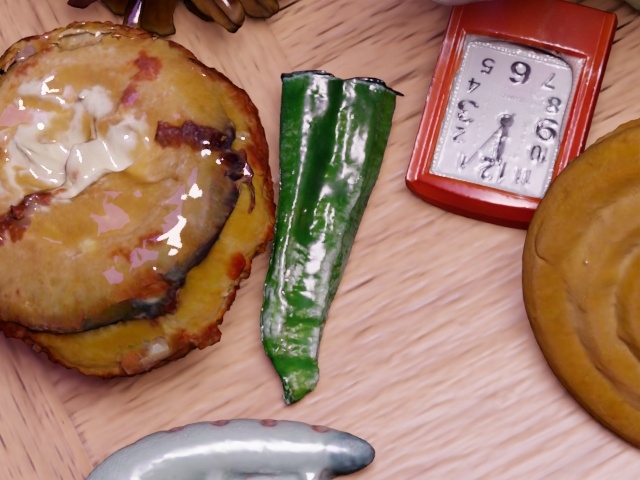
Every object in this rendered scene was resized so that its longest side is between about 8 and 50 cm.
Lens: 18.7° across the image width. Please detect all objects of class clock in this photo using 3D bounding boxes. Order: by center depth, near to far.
[{"bbox_3d":[0.130,-0.089,1.327,0.113,0.061,0.155,15,79,10],"label":"clock"}]

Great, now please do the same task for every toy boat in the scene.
[{"bbox_3d":[-0.064,0.180,1.256,0.207,0.079,0.134,-3,75,4],"label":"toy boat"}]

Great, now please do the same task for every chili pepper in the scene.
[{"bbox_3d":[0.000,0.000,1.317,0.088,0.059,0.227,11,80,-17],"label":"chili pepper"}]

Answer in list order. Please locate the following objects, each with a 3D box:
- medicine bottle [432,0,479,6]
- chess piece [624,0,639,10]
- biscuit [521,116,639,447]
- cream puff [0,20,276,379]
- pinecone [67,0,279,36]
[{"bbox_3d":[0.232,-0.262,1.092,0.388,0.219,0.219,-11,71,18],"label":"medicine bottle"},{"bbox_3d":[0.104,-0.347,1.335,0.442,0.234,0.234,39,81,11],"label":"chess piece"},{"bbox_3d":[0.246,0.040,1.191,0.262,0.262,0.037,20,37,12],"label":"biscuit"},{"bbox_3d":[-0.139,-0.023,1.282,0.240,0.164,0.240,-7,62,13],"label":"cream puff"},{"bbox_3d":[-0.106,-0.242,1.324,0.229,0.202,0.201,44,72,-4],"label":"pinecone"}]
